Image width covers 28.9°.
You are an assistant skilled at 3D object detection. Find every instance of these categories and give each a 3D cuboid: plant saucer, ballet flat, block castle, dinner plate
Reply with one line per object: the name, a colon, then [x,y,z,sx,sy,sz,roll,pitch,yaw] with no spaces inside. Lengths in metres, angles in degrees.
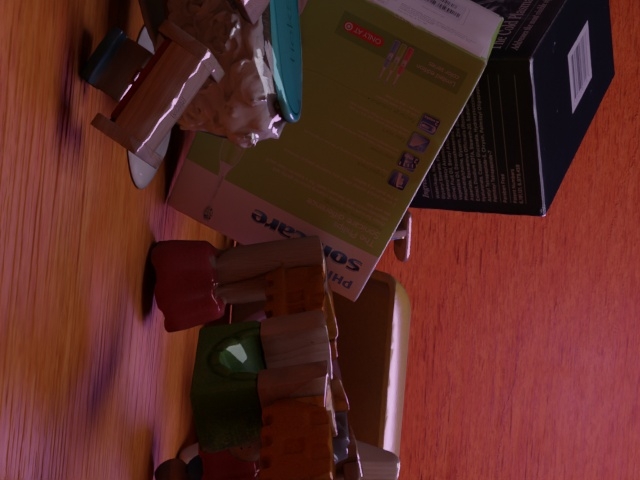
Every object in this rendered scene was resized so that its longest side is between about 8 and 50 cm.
plant saucer: [0.004,0.173,1.633,0.333,0.081,0.332,17,-74,50]
ballet flat: [-0.079,-0.274,0.937,0.147,0.147,0.408,72,21,-81]
block castle: [-0.077,0.213,1.021,0.453,0.213,0.303,-93,174,-64]
dinner plate: [-0.141,-0.113,1.051,0.141,0.017,0.141,3,90,-86]

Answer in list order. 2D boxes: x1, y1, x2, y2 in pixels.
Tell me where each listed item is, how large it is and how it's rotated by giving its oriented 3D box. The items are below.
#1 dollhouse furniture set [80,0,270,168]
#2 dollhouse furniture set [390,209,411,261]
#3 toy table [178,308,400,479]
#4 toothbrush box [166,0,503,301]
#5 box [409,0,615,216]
dollhouse furniture set: [-0.117,-0.164,0.799,0.183,0.129,0.129,-56,174,-2]
dollhouse furniture set: [0.000,0.000,2.000,0.242,0.212,0.161,-131,-143,-56]
toy table: [-0.048,0.233,1.456,0.161,0.252,0.274,-131,-145,-71]
toothbrush box: [0.010,-0.117,1.152,0.283,0.206,0.122,-63,180,32]
box: [0.130,-0.191,1.363,0.343,0.313,0.178,-54,140,-50]
